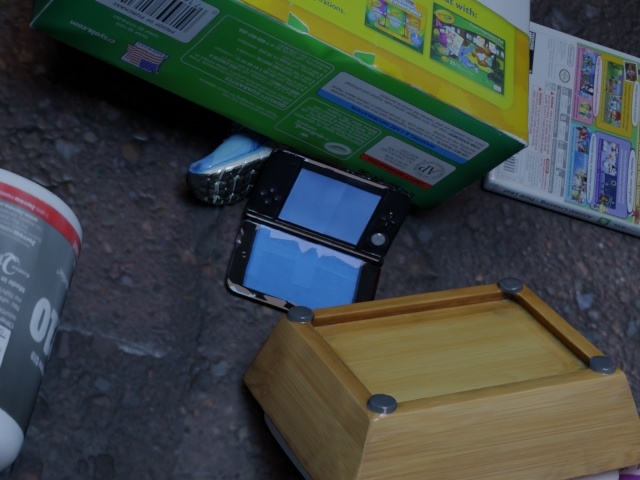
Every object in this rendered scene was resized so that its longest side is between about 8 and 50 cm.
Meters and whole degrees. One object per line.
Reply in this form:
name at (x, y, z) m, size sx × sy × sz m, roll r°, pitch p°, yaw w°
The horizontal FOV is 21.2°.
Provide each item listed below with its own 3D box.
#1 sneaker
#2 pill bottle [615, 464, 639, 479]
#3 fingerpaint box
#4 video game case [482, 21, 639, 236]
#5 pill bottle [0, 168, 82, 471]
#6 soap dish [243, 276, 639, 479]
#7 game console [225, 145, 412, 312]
sneaker at (-0.073, -0.090, 1.628) m, size 0.073 × 0.063 × 0.162 m, roll 44°, pitch 49°, yaw 15°
pill bottle at (0.270, 0.340, 1.473) m, size 0.169 × 0.169 × 0.302 m, roll 29°, pitch 58°, yaw -5°
fingerpaint box at (-0.019, -0.287, 1.609) m, size 0.444 × 0.163 × 0.371 m, roll 23°, pitch 54°, yaw -27°
video game case at (0.269, -0.120, 1.787) m, size 0.193 × 0.023 × 0.212 m, roll 16°, pitch 60°, yaw -13°
pill bottle at (-0.303, 0.093, 1.382) m, size 0.161 × 0.161 × 0.283 m, roll 19°, pitch 60°, yaw -11°
soap dish at (0.108, 0.134, 1.487) m, size 0.290 × 0.118 × 0.229 m, roll -8°, pitch 28°, yaw -23°
game console at (0.000, 0.000, 1.592) m, size 0.144 × 0.124 × 0.085 m, roll 19°, pitch 33°, yaw -12°
